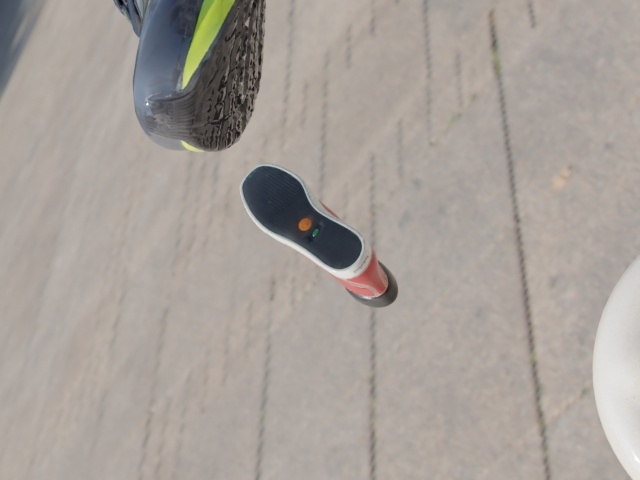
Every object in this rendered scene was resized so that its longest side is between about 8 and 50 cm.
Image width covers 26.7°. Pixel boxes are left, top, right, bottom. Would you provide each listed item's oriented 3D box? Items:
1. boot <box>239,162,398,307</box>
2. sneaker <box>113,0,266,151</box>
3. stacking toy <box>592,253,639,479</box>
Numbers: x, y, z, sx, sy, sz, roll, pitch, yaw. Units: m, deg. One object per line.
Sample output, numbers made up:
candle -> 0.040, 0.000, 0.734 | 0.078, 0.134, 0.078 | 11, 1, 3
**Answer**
boot -> 0.000, 0.000, 1.861 | 0.088, 0.176, 0.244 | -48, 58, -3
sneaker -> -0.089, -0.152, 0.650 | 0.300, 0.121, 0.111 | -100, 12, -45
stacking toy -> 0.499, 0.152, 1.553 | 0.351, 0.350, 0.480 | -65, -14, 1
